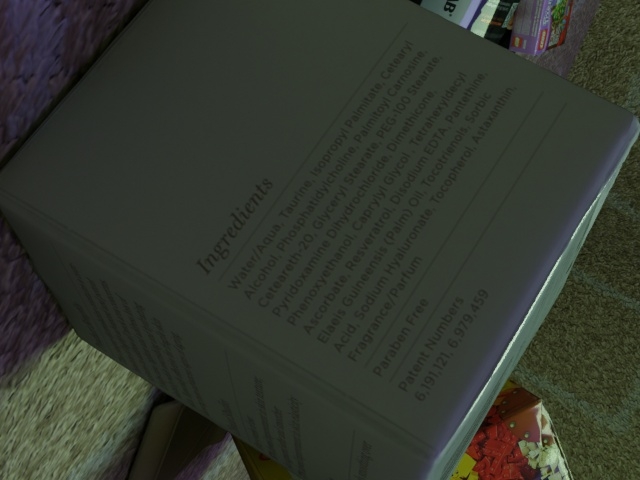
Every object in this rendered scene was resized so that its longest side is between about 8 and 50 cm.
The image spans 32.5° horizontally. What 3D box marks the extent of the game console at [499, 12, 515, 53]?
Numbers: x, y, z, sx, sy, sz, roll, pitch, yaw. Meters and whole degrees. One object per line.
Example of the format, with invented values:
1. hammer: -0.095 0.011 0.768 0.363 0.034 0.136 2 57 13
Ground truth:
1. game console: 0.313 -0.339 2.202 0.386 0.060 0.342 -52 168 -31

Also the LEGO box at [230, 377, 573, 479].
1. LEGO box: 0.093 0.321 1.629 0.373 0.193 0.500 -25 -166 -10

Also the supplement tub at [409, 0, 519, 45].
1. supplement tub: 0.082 -0.212 1.236 0.337 0.207 0.207 -66 166 20

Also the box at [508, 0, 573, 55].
1. box: 0.438 -0.508 2.077 0.201 0.057 0.293 -29 131 -57

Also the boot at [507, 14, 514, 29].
1. boot: 0.326 -0.453 1.949 0.197 0.073 0.152 -46 155 -63

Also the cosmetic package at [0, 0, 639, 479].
1. cosmetic package: 0.000 0.000 0.962 0.327 0.394 0.329 -55 166 -20

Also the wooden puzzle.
1. wooden puzzle: -0.194 0.265 1.601 0.239 0.044 0.220 -32 150 -55
